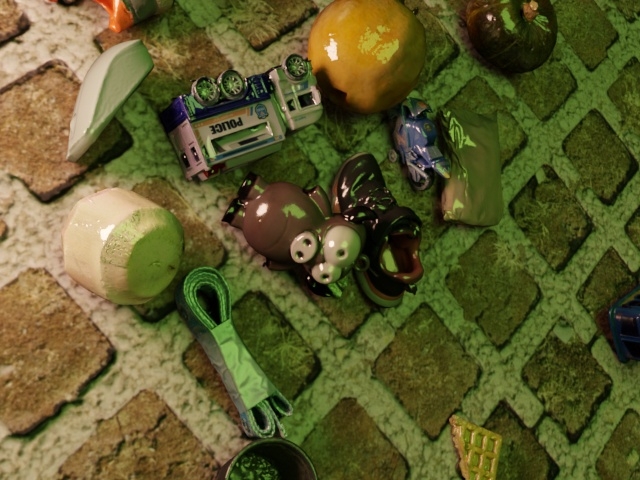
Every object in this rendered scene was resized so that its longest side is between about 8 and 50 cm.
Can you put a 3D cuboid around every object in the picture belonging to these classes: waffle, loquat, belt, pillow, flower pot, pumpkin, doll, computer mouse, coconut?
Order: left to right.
[{"bbox_3d":[-0.341,-0.223,1.188,0.079,0.128,0.230,34,58,-17],"label":"computer mouse"},{"bbox_3d":[-0.296,0.003,1.128,0.171,0.183,0.170,-29,132,-39],"label":"coconut"},{"bbox_3d":[-0.134,0.181,1.211,0.087,0.072,0.302,-29,90,-30],"label":"belt"},{"bbox_3d":[-0.092,0.383,1.157,0.158,0.107,0.157,10,68,-25],"label":"flower pot"},{"bbox_3d":[-0.030,-0.016,1.282,0.257,0.182,0.117,32,19,-3],"label":"doll"},{"bbox_3d":[0.084,-0.351,1.420,0.239,0.193,0.238,1,76,-3],"label":"loquat"},{"bbox_3d":[0.267,0.429,1.382,0.125,0.032,0.190,28,63,-21],"label":"waffle"},{"bbox_3d":[0.305,-0.155,1.556,0.173,0.067,0.270,10,71,-32],"label":"pillow"},{"bbox_3d":[0.424,-0.485,1.665,0.219,0.162,0.218,6,77,-25],"label":"pumpkin"}]

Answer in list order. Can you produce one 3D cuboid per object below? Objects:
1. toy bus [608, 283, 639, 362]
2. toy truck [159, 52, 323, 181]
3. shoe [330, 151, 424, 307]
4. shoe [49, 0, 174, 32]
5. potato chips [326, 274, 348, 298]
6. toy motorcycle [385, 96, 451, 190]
[{"bbox_3d":[0.779,0.156,1.658,0.288,0.175,0.138,-27,105,-32],"label":"toy bus"},{"bbox_3d":[-0.122,-0.211,1.306,0.268,0.124,0.155,-23,94,-30],"label":"toy truck"},{"bbox_3d":[0.108,-0.027,1.368,0.114,0.137,0.290,-12,80,-32],"label":"shoe"},{"bbox_3d":[-0.407,-0.466,1.232,0.336,0.132,0.171,46,69,-13],"label":"shoe"},{"bbox_3d":[0.000,0.000,1.363,0.092,0.028,0.207,-36,91,-26],"label":"potato chips"},{"bbox_3d":[0.186,-0.199,1.474,0.076,0.114,0.204,-15,83,-32],"label":"toy motorcycle"}]
